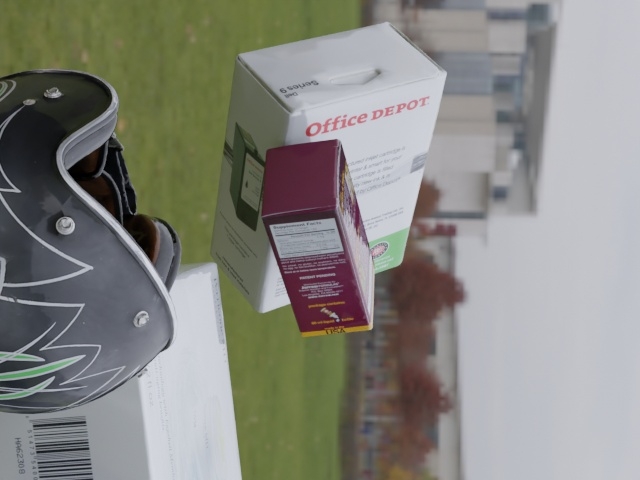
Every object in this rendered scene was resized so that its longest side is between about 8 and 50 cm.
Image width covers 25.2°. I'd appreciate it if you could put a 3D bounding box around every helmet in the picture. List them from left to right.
[{"bbox_3d":[-0.151,0.009,0.733,0.169,0.169,0.161,89,7,-46],"label":"helmet"}]

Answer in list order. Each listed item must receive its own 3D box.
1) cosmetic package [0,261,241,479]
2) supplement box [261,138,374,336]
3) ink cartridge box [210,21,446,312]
[{"bbox_3d":[-0.160,0.142,1.133,0.225,0.138,0.224,-26,110,-78],"label":"cosmetic package"},{"bbox_3d":[0.000,0.000,1.490,0.104,0.081,0.188,-87,166,-45],"label":"supplement box"},{"bbox_3d":[0.004,-0.084,1.620,0.121,0.211,0.289,48,-38,36],"label":"ink cartridge box"}]
